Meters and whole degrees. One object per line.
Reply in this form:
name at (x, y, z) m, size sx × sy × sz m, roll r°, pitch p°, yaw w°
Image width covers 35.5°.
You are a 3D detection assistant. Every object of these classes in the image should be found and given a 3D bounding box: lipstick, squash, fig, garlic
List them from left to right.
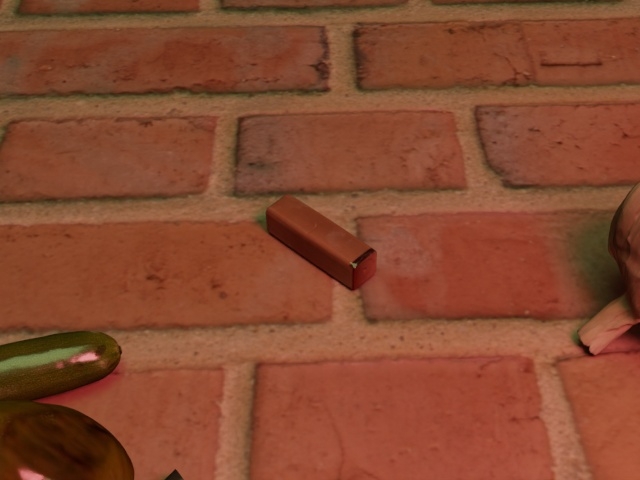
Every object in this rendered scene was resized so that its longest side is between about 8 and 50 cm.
fig at (-0.286, 0.253, 0.839) m, size 0.271 × 0.239 × 0.239 m, roll -9°, pitch 44°, yaw 11°
squash at (-0.335, 0.144, 1.056) m, size 0.252 × 0.066 × 0.066 m, roll -13°, pitch 47°, yaw -10°
lipstick at (0.000, 0.000, 1.204) m, size 0.145 × 0.045 × 0.045 m, roll 34°, pitch 57°, yaw 29°
garlic at (0.367, 0.046, 1.073) m, size 0.212 × 0.218 × 0.218 m, roll -35°, pitch 48°, yaw 8°

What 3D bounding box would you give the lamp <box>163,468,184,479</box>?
lamp at (-0.128, 0.275, 0.947) m, size 0.054 × 0.041 × 0.121 m, roll -33°, pitch 50°, yaw -18°
